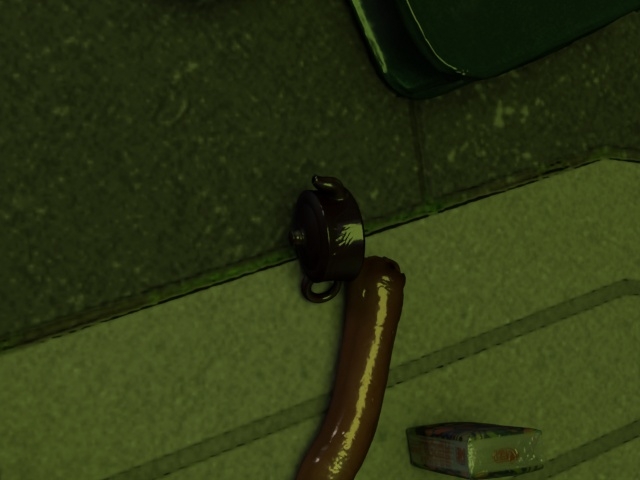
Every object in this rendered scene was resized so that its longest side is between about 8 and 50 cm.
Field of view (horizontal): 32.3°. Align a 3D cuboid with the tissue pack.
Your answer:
[{"bbox_3d":[0.107,0.146,0.773,0.063,0.083,0.035,0,86,-23],"label":"tissue pack"}]

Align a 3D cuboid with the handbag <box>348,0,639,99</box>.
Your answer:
[{"bbox_3d":[0.099,-0.284,0.817,0.238,0.089,0.326,-25,93,-23],"label":"handbag"}]

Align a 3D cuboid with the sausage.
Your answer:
[{"bbox_3d":[0.023,0.096,0.767,0.047,0.040,0.176,20,80,-34],"label":"sausage"}]

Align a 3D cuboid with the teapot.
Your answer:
[{"bbox_3d":[0.000,0.000,0.757,0.045,0.068,0.100,-5,120,-20],"label":"teapot"}]
